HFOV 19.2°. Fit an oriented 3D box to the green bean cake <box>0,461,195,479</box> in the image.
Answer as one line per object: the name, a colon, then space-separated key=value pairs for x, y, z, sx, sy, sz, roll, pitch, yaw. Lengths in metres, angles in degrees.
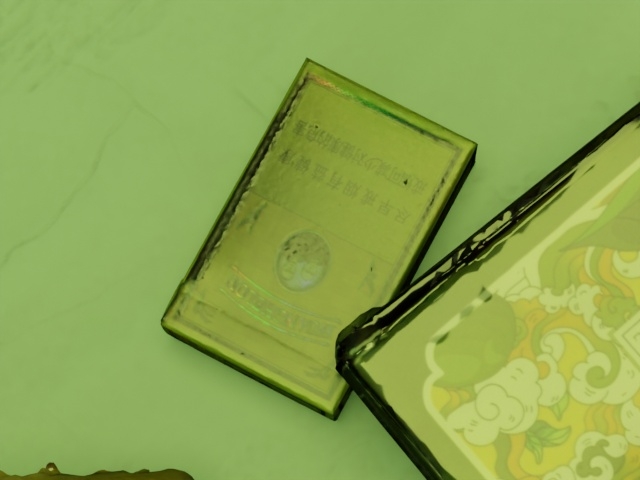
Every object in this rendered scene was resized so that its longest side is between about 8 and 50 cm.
green bean cake: x=-0.166 y=0.259 z=1.213 sx=0.224 sy=0.131 sz=0.229 roll=-1 pitch=54 yaw=-17

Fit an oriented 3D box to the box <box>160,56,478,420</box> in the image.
box: x=0.000 y=0.000 z=1.338 sx=0.141 sy=0.064 sz=0.220 roll=28 pitch=83 yaw=7

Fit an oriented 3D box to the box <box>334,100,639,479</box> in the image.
box: x=0.276 y=0.115 z=1.230 sx=0.373 sy=0.138 sz=0.420 roll=-39 pitch=87 yaw=-6
